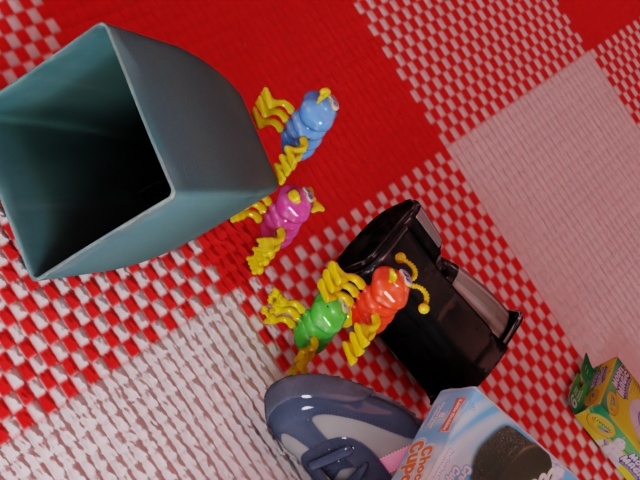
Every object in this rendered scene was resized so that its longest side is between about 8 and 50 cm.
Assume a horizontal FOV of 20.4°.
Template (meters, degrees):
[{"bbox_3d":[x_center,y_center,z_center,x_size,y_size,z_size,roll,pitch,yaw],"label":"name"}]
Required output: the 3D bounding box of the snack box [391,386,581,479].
[{"bbox_3d":[0.115,0.314,1.586,0.187,0.060,0.322,42,63,-22],"label":"snack box"}]

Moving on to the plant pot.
[{"bbox_3d":[-0.152,-0.072,1.583,0.234,0.165,0.165,1,63,-59],"label":"plant pot"}]

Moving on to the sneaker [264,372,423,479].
[{"bbox_3d":[0.069,0.245,1.647,0.319,0.112,0.131,38,41,-25],"label":"sneaker"}]

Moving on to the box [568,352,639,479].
[{"bbox_3d":[0.363,0.218,2.091,0.179,0.043,0.105,48,35,-11],"label":"box"}]

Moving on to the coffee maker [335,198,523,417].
[{"bbox_3d":[0.099,0.072,1.811,0.178,0.120,0.171,46,37,-16],"label":"coffee maker"}]

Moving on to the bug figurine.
[{"bbox_3d":[0.000,0.000,1.668,0.072,0.216,0.279,-8,64,-30],"label":"bug figurine"}]
